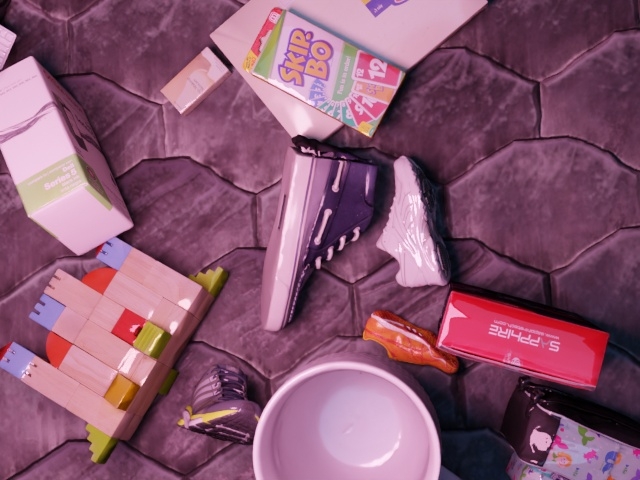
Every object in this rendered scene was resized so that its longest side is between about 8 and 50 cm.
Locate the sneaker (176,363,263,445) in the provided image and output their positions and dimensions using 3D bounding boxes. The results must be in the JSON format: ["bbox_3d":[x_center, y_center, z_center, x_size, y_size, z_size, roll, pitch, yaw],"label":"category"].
[{"bbox_3d":[-0.162,0.262,1.774,0.111,0.300,0.121,19,77,-18],"label":"sneaker"}]

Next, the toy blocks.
[{"bbox_3d":[-0.372,0.150,1.856,0.260,0.191,0.381,29,81,14],"label":"toy blocks"}]

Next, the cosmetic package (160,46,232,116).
[{"bbox_3d":[-0.218,-0.278,1.900,0.115,0.041,0.060,-44,86,4],"label":"cosmetic package"}]

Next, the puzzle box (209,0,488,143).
[{"bbox_3d":[0.049,-0.377,1.869,0.409,0.052,0.272,-39,85,4],"label":"puzzle box"}]

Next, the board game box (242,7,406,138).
[{"bbox_3d":[0.003,-0.287,1.831,0.259,0.039,0.124,29,92,8],"label":"board game box"}]

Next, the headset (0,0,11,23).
[{"bbox_3d":[-0.653,-0.499,1.877,0.243,0.185,0.394,29,104,5],"label":"headset"}]

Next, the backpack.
[{"bbox_3d":[0.428,0.345,1.736,0.253,0.225,0.191,14,94,-4],"label":"backpack"}]

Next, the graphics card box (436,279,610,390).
[{"bbox_3d":[0.301,0.139,1.676,0.232,0.371,0.094,14,91,7],"label":"graphics card box"}]

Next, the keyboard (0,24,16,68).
[{"bbox_3d":[-0.648,-0.391,1.867,0.256,0.014,0.072,31,119,-2],"label":"keyboard"}]

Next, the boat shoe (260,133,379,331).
[{"bbox_3d":[0.000,0.000,1.839,0.158,0.127,0.341,8,105,-14],"label":"boat shoe"}]

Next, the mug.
[{"bbox_3d":[0.093,0.338,1.716,0.374,0.328,0.276,33,93,5],"label":"mug"}]

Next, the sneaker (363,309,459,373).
[{"bbox_3d":[0.156,0.183,1.854,0.175,0.064,0.067,29,112,11],"label":"sneaker"}]

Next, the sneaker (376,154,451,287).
[{"bbox_3d":[0.142,-0.027,1.839,0.115,0.090,0.232,-15,79,23],"label":"sneaker"}]

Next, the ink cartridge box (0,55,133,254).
[{"bbox_3d":[-0.441,-0.140,1.804,0.114,0.198,0.273,-28,67,2],"label":"ink cartridge box"}]
